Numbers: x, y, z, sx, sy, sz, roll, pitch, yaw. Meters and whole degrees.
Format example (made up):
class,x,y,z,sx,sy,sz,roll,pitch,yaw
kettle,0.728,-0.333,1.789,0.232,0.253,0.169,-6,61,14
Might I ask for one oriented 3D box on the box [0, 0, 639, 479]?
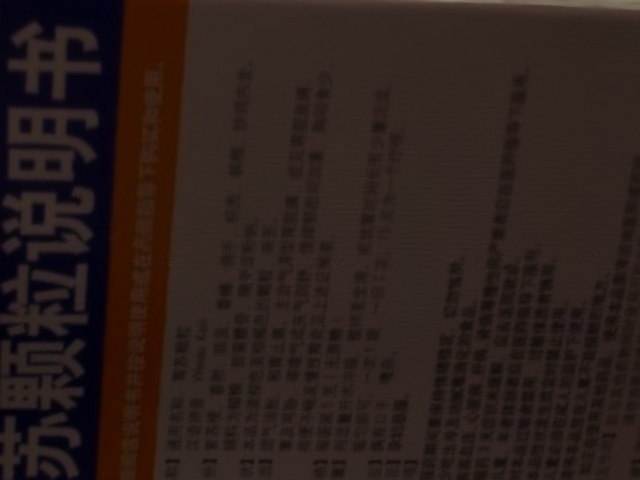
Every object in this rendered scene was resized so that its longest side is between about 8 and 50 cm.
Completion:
class,x,y,z,sx,sy,sz,roll,pitch,yaw
box,0.000,0.000,0.636,0.106,0.299,0.200,-112,25,-64
